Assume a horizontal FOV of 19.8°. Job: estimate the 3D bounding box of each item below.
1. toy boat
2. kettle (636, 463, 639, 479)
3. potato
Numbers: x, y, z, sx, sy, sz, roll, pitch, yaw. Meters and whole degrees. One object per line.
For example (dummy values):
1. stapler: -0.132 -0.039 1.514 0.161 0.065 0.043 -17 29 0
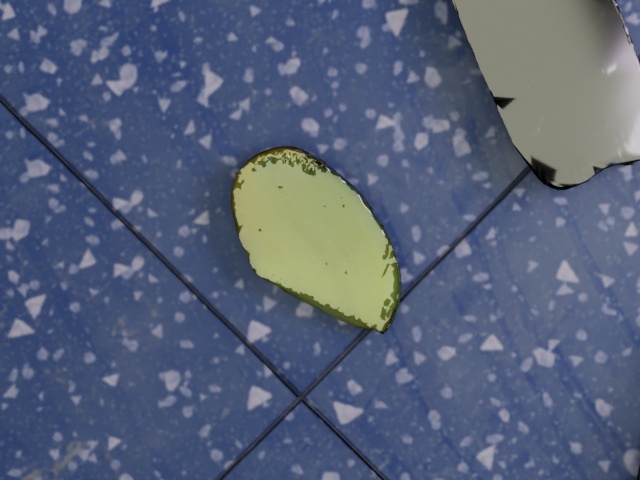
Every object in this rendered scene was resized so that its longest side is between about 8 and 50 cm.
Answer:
1. toy boat: 0.194 -0.195 1.632 0.134 0.092 0.298 -21 89 4
2. kettle: 0.480 0.192 1.543 0.342 0.247 0.319 17 117 -4
3. potato: 0.000 0.000 1.681 0.198 0.054 0.119 40 96 -3
